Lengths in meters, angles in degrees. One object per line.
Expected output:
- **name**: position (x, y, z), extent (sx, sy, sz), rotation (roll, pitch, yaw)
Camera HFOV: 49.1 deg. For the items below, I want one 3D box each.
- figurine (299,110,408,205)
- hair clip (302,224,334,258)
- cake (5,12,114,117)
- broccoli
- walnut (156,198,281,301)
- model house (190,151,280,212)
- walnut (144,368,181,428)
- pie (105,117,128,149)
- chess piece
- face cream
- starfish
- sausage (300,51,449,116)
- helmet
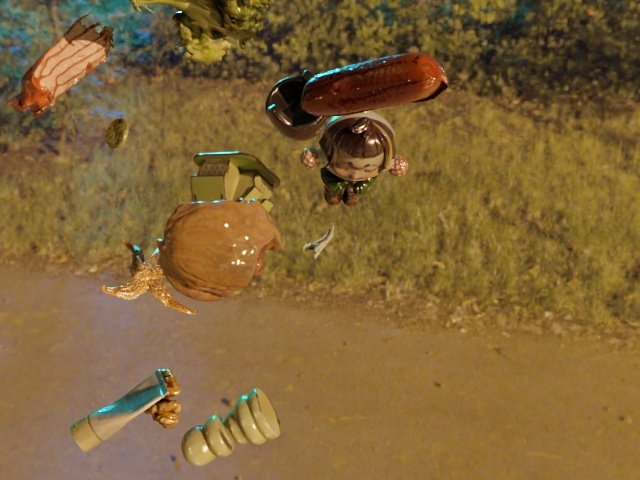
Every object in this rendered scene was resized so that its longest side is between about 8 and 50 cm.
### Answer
- **figurine**: position (0.084, -0.212, 1.819), extent (0.281, 0.370, 0.167), rotation (4, 62, -6)
- **hair clip**: position (0.000, -0.001, 1.626), extent (0.039, 0.030, 0.115), rotation (23, 36, 18)
- **cake**: position (-0.553, -0.379, 1.521), extent (0.287, 0.098, 0.135), rotation (-53, 24, -16)
- **broccoli**: position (-0.243, -0.529, 1.324), extent (0.280, 0.348, 0.293), rotation (-29, -11, -19)
- **walnut**: position (-0.192, 0.015, 1.349), extent (0.238, 0.204, 0.141), rotation (-46, 35, -7)
- **model house**: position (-0.267, -0.085, 1.962), extent (0.218, 0.205, 0.279), rotation (2, 68, 30)
- **walnut**: position (-0.389, 0.385, 1.696), extent (0.069, 0.143, 0.170), rotation (1, -10, -30)
- **pie**: position (-0.502, -0.262, 1.727), extent (0.085, 0.085, 0.017), rotation (19, 0, 39)
- **chess piece**: position (-0.234, 0.481, 1.754), extent (0.243, 0.133, 0.133), rotation (-27, 26, 5)
- **face cream**: position (-0.448, 0.385, 1.583), extent (0.224, 0.070, 0.114), rotation (-33, 28, -11)
- **starfish**: position (-0.531, 0.093, 2.277), extent (0.301, 0.084, 0.294), rotation (12, 38, -13)
- **sausage**: position (0.091, -0.291, 1.321), extent (0.330, 0.102, 0.102), rotation (0, 21, 43)
- **helmet**: position (-0.063, -0.396, 2.086), extent (0.189, 0.193, 0.216), rotation (-47, 58, -4)
